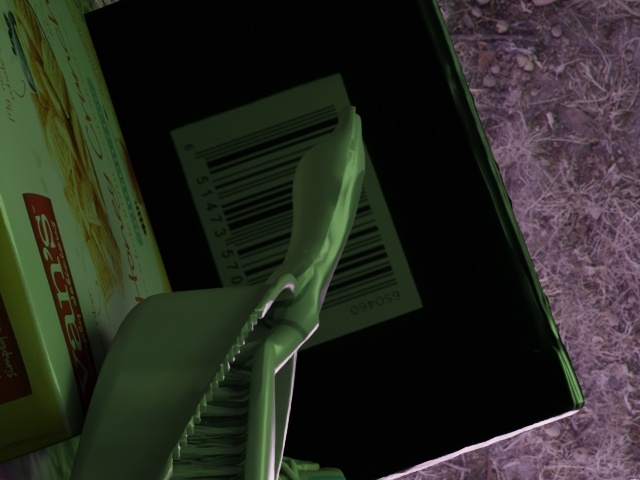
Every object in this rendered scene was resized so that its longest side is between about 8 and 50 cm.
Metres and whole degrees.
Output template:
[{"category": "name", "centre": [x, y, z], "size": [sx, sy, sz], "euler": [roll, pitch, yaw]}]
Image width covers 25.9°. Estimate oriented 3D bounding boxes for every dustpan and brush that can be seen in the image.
[{"category": "dustpan and brush", "centre": [-0.022, 0.041, 0.393], "size": [0.147, 0.060, 0.211], "euler": [91, 4, -54]}]

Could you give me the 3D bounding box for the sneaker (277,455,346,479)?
[{"category": "sneaker", "centre": [-0.031, 0.116, 0.630], "size": [0.191, 0.083, 0.071], "euler": [66, 6, -68]}]

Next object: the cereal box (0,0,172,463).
[{"category": "cereal box", "centre": [-0.097, -0.024, 0.442], "size": [0.240, 0.047, 0.173], "euler": [63, 9, -88]}]

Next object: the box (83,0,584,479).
[{"category": "box", "centre": [0.000, 0.000, 0.922], "size": [0.395, 0.212, 0.293], "euler": [75, -5, -86]}]
